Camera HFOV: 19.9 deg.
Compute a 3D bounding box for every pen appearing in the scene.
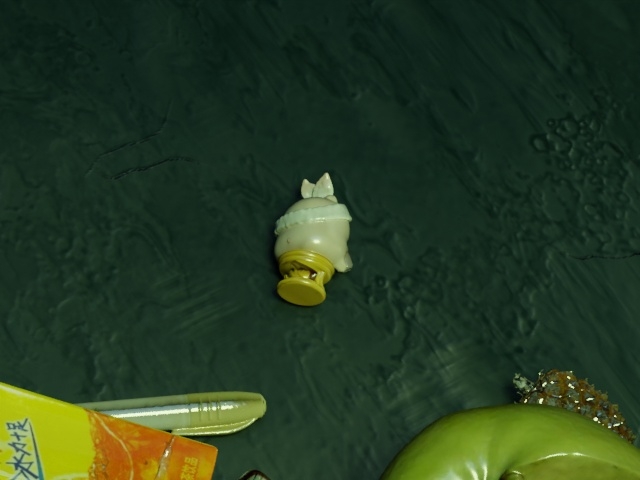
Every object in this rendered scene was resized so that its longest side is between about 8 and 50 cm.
[{"bbox_3d":[-0.162,0.158,1.593,0.233,0.032,0.040,-5,82,-11],"label":"pen"}]

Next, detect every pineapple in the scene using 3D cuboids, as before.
[{"bbox_3d":[0.261,0.186,1.617,0.221,0.083,0.103,37,56,13],"label":"pineapple"}]

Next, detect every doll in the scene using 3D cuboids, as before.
[{"bbox_3d":[0.000,0.000,1.703,0.084,0.073,0.127,31,55,-30],"label":"doll"}]

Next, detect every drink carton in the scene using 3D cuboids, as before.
[{"bbox_3d":[-0.274,0.199,1.480,0.351,0.111,0.154,17,56,-5],"label":"drink carton"}]

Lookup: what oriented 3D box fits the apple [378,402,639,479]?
[{"bbox_3d":[0.158,0.268,1.425,0.292,0.254,0.292,-14,41,13],"label":"apple"}]

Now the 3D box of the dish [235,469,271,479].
[{"bbox_3d":[-0.053,0.283,1.477,0.066,0.190,0.191,-27,60,16],"label":"dish"}]
